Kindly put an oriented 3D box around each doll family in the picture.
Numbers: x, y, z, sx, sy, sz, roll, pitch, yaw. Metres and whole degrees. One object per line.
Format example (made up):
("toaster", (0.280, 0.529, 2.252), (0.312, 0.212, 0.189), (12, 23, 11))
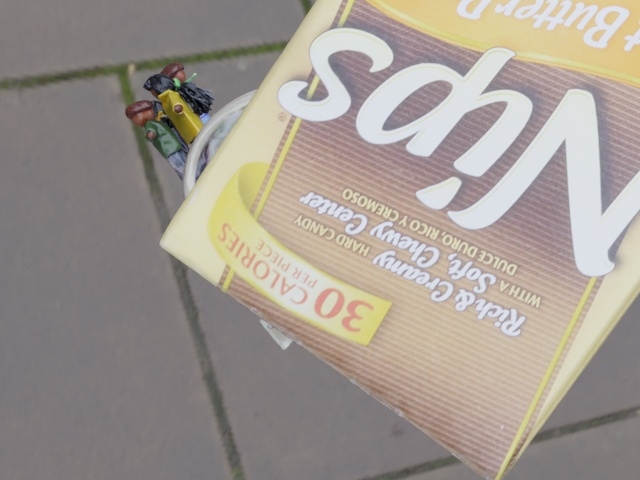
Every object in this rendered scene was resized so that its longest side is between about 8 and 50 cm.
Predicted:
("doll family", (-0.126, -0.106, 1.242), (0.076, 0.193, 0.111), (-37, 94, -3))

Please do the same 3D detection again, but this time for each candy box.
("candy box", (0.095, -0.077, 0.599), (0.183, 0.087, 0.316), (35, 98, 5))

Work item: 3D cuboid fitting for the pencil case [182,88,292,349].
("pencil case", (0.000, 0.000, 1.172), (0.160, 0.410, 0.183), (40, 86, 16))
